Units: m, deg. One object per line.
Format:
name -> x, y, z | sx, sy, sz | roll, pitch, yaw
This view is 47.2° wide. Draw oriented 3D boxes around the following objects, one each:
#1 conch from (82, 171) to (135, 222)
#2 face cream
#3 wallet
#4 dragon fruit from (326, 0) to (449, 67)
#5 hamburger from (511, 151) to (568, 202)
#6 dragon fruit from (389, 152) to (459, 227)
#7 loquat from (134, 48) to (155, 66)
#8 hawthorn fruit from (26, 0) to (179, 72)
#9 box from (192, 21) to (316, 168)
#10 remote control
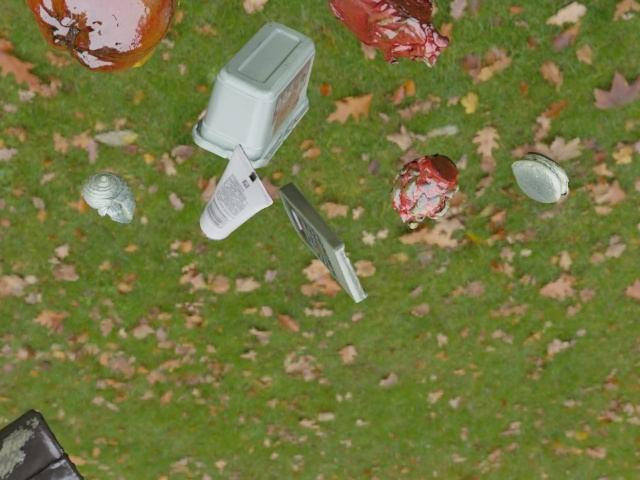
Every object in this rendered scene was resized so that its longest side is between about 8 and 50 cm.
conch -> -0.522, -0.112, 1.841 | 0.135, 0.102, 0.153 | 27, 167, 12
face cream -> -0.130, -0.059, 1.086 | 0.058, 0.092, 0.244 | -31, 178, -26
wallet -> -0.585, 0.447, 1.250 | 0.321, 0.170, 0.044 | -34, 171, -22
dragon fruit -> 0.139, -0.528, 1.820 | 0.286, 0.329, 0.228 | -1, 141, -36
hamburger -> 0.512, -0.148, 1.702 | 0.133, 0.062, 0.140 | 26, 157, 41
dragon fruit -> 0.257, -0.124, 1.827 | 0.167, 0.160, 0.172 | 10, 144, -35
loquat -> -0.469, -0.493, 1.817 | 0.137, 0.113, 0.137 | -23, 176, -2
hawthorn fruit -> -0.305, -0.387, 1.095 | 0.224, 0.260, 0.224 | 28, 162, 10
box -> -0.127, -0.322, 1.560 | 0.175, 0.312, 0.182 | 26, 136, 4
remote control -> 0.000, 0.000, 1.275 | 0.038, 0.285, 0.123 | -29, 124, -6
